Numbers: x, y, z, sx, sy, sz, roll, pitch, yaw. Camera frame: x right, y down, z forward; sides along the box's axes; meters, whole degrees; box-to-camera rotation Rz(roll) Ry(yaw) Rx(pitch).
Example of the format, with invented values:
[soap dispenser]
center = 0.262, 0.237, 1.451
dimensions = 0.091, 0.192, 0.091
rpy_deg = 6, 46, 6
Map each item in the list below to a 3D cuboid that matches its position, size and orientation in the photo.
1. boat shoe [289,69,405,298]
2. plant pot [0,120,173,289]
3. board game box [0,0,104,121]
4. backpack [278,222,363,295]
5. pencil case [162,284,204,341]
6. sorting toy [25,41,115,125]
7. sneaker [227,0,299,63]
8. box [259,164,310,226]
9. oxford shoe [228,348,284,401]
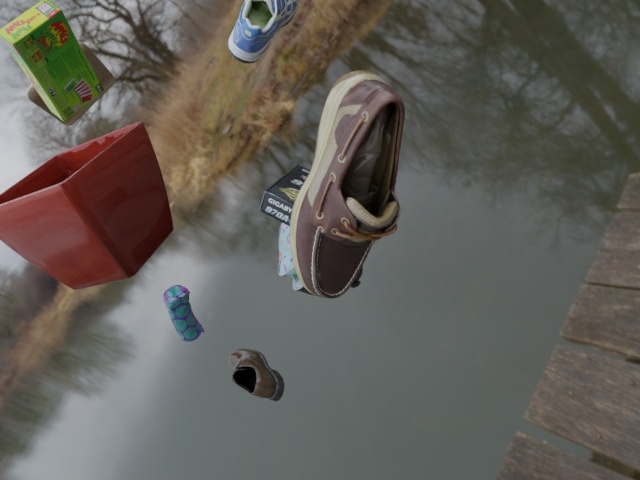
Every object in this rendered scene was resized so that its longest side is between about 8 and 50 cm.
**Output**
[boat shoe]
center = 0.046, -0.049, 0.790
dimensions = 0.123, 0.123, 0.342
rpy_deg = 51, 133, 51
[plant pot]
center = -0.461, -0.053, 1.172
dimensions = 0.267, 0.236, 0.267
rpy_deg = -13, 30, 27
[board game box]
center = -0.434, -0.289, 0.940
dimensions = 0.092, 0.043, 0.181
rpy_deg = -48, -19, -20
[backpack]
center = 0.000, 0.000, 1.521
dimensions = 0.225, 0.191, 0.254
rpy_deg = -34, 43, 46
[pencil case]
center = -0.362, 0.194, 1.517
dimensions = 0.070, 0.152, 0.064
rpy_deg = -19, 34, -11
[sorting toy]
center = -0.646, -0.405, 1.489
dimensions = 0.193, 0.038, 0.208
rpy_deg = -47, -8, -5
[sneaker]
center = -0.080, -0.390, 0.949
dimensions = 0.211, 0.080, 0.081
rpy_deg = -69, 12, -21
[box]
center = 0.009, -0.065, 1.184
dimensions = 0.175, 0.220, 0.051
rpy_deg = -49, -16, -56
[oxford shoe]
center = -0.182, 0.319, 1.420
dimensions = 0.227, 0.096, 0.083
rpy_deg = 17, 89, 55
